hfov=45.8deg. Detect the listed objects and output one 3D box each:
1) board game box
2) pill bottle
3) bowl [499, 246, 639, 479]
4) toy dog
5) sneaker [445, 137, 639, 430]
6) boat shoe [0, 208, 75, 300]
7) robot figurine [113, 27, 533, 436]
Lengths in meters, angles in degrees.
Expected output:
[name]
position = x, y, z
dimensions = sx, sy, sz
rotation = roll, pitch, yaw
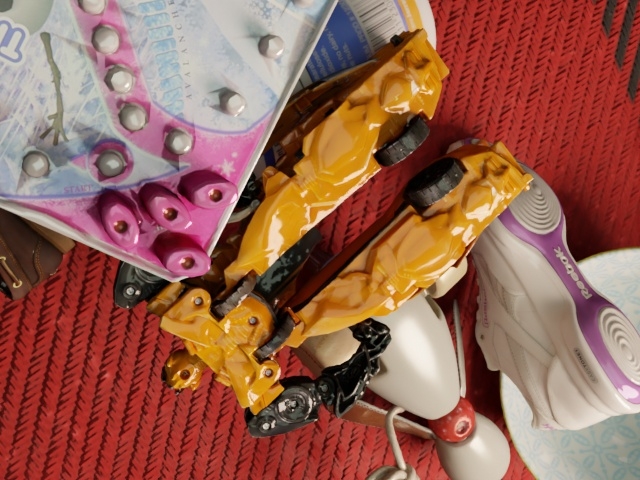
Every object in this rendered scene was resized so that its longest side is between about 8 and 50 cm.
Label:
[board game box]
position = -0.149, -0.220, 0.386
dimensions = 0.390, 0.050, 0.389
rotation = 27, 90, -23
[pill bottle]
position = -0.055, -0.130, 0.610
dimensions = 0.272, 0.152, 0.152
rotation = -35, 110, -15
[bowl]
position = 0.348, 0.156, 0.812
dimensions = 0.156, 0.290, 0.289
rotation = 12, 94, -68
[toy dog]
position = 0.065, 0.110, 0.727
dimensions = 0.220, 0.161, 0.333
rotation = -23, 121, -22
[sneaker]
position = 0.183, 0.043, 0.736
dimensions = 0.114, 0.152, 0.305
rotation = -8, 65, -38
[boat shoe]
position = -0.258, -0.027, 0.541
dimensions = 0.073, 0.073, 0.207
rotation = -49, 141, -15
[robot figurine]
position = 0.000, 0.000, 0.543
dimensions = 0.291, 0.085, 0.211
rotation = -42, 107, -4
